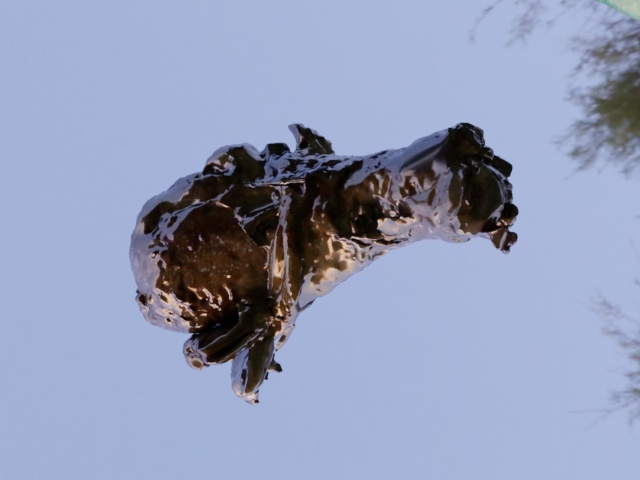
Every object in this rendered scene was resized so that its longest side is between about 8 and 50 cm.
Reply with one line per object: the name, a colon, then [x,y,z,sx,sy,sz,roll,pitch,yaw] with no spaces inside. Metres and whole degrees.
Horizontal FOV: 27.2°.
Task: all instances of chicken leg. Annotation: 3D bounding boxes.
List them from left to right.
chicken leg: [-0.002,-0.006,0.616,0.080,0.196,0.125,35,-148,-47]

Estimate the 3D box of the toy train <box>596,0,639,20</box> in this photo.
toy train: [0.224,-0.209,0.664,0.202,0.120,0.301,29,-126,16]
